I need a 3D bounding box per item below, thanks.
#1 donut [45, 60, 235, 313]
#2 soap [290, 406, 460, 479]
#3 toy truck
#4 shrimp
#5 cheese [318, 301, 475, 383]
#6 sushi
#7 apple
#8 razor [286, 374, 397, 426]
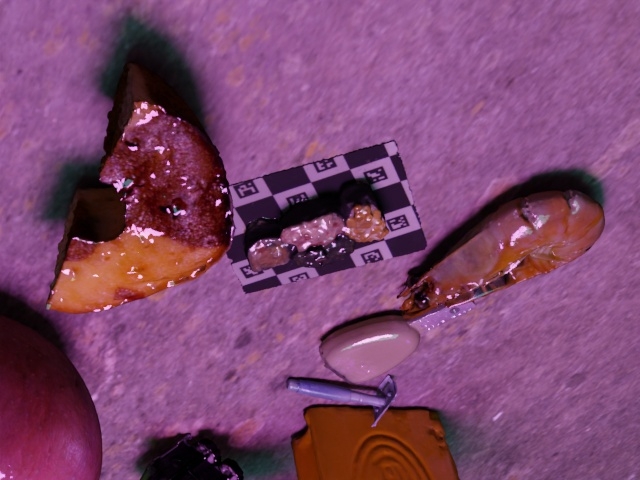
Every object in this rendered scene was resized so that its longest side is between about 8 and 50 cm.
[{"bbox_3d":[-0.158,-0.051,1.306,0.151,0.112,0.295,7,140,-24],"label":"donut"},{"bbox_3d":[0.089,0.356,1.702,0.204,0.324,0.096,2,135,-18],"label":"soap"},{"bbox_3d":[-0.131,0.354,1.726,0.101,0.242,0.125,-32,150,-39],"label":"toy truck"},{"bbox_3d":[0.197,0.022,1.522,0.267,0.061,0.145,-34,146,23],"label":"shrimp"},{"bbox_3d":[0.097,0.111,1.621,0.192,0.037,0.097,-26,140,20],"label":"cheese"},{"bbox_3d":[0.000,0.000,1.451,0.215,0.051,0.192,-15,141,5],"label":"sushi"},{"bbox_3d":[-0.385,0.207,1.472,0.305,0.235,0.306,-6,144,-4],"label":"apple"},{"bbox_3d":[0.022,0.191,1.712,0.135,0.040,0.068,13,135,-18],"label":"razor"}]
